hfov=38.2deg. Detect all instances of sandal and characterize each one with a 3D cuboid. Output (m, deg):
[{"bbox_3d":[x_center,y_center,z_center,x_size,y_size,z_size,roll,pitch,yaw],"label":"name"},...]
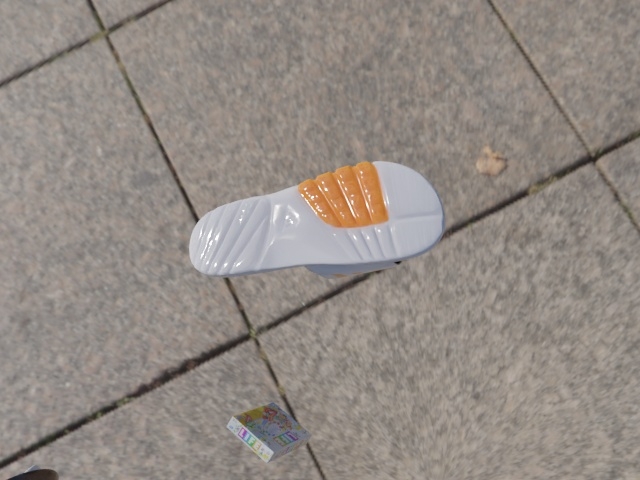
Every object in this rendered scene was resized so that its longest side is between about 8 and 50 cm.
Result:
[{"bbox_3d":[-0.001,-0.010,0.918,0.265,0.076,0.102,-8,70,22],"label":"sandal"}]

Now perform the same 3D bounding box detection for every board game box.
[{"bbox_3d":[-0.094,0.355,1.723,0.103,0.154,0.026,37,106,20],"label":"board game box"}]

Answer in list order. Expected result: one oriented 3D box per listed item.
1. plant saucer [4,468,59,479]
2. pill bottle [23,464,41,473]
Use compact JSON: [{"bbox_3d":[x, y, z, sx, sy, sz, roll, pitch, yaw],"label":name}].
[{"bbox_3d":[-0.476,0.412,1.418,0.168,0.168,0.029,-34,66,-3],"label":"plant saucer"},{"bbox_3d":[-0.501,0.498,1.720,0.087,0.087,0.160,-44,86,-6],"label":"pill bottle"}]
